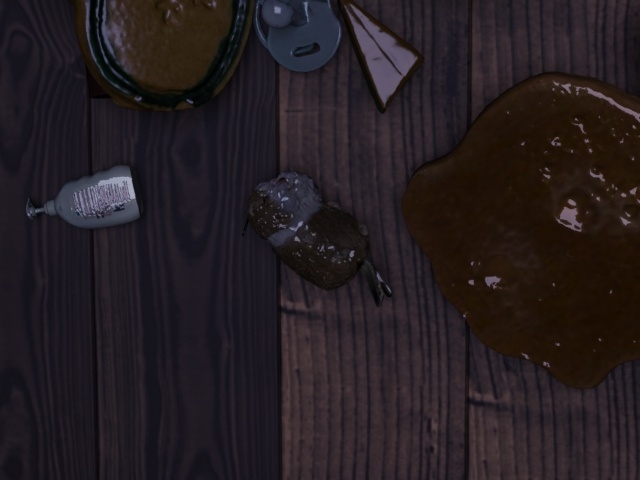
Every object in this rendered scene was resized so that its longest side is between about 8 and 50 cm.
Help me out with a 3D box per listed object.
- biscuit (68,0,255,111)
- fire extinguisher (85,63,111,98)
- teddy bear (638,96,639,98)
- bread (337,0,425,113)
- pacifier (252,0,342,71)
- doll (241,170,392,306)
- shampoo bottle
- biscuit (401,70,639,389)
[{"bbox_3d":[-0.210,-0.332,1.345,0.287,0.057,0.344,9,87,-28],"label":"biscuit"},{"bbox_3d":[-0.264,-0.318,1.398,0.104,0.105,0.269,-6,95,3],"label":"fire extinguisher"},{"bbox_3d":[0.480,-0.181,1.350,0.267,0.156,0.256,27,97,-9],"label":"teddy bear"},{"bbox_3d":[0.052,-0.237,1.405,0.139,0.074,0.084,38,93,-2],"label":"bread"},{"bbox_3d":[-0.043,-0.284,1.388,0.126,0.116,0.151,-1,100,27],"label":"pacifier"},{"bbox_3d":[0.004,-0.001,1.413,0.221,0.105,0.115,34,133,-1],"label":"doll"},{"bbox_3d":[-0.311,-0.049,1.455,0.151,0.045,0.077,-13,96,2],"label":"shampoo bottle"},{"bbox_3d":[0.315,-0.009,1.375,0.365,0.062,0.385,-39,93,26],"label":"biscuit"}]
